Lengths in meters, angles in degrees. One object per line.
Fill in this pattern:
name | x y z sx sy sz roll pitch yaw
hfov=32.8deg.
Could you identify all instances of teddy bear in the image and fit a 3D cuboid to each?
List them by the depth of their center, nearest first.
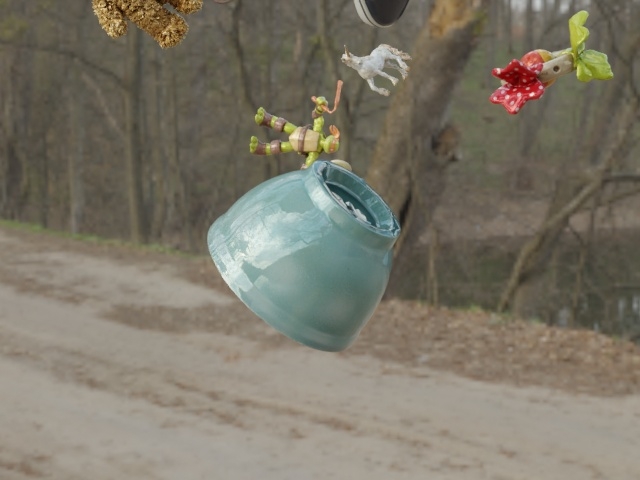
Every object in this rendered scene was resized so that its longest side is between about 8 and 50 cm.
teddy bear | -0.425 -0.568 2.424 0.245 0.338 0.113 -43 18 6

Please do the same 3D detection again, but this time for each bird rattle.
bird rattle | 0.439 -0.328 2.150 0.253 0.143 0.207 -32 9 -6

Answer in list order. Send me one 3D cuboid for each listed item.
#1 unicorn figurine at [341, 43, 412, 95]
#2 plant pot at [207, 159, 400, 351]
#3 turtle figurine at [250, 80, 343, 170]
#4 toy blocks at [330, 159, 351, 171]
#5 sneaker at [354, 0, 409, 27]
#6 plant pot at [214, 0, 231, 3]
unicorn figurine | 0.103 -0.327 2.040 0.111 0.060 0.162 38 32 5
plant pot | 0.000 0.000 1.692 0.293 0.196 0.293 35 22 -16
turtle figurine | -0.042 -0.244 2.490 0.217 0.270 0.087 12 10 16
toy blocks | 0.032 -0.062 2.106 0.054 0.148 0.123 0 -36 7
sneaker | 0.134 -0.500 1.770 0.126 0.321 0.127 -14 27 -40
plant pot | -0.141 -0.484 1.490 0.267 0.267 0.236 36 -16 -1
